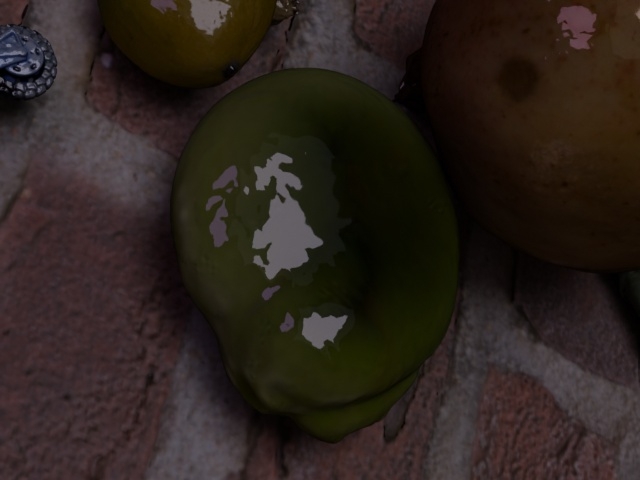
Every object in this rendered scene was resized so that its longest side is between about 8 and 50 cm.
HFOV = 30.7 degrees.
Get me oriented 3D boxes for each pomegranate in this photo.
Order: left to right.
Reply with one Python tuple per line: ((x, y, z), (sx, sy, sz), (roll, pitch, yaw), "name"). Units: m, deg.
((0.211, -0.137, 0.953), (0.338, 0.338, 0.338), (14, 60, -27), "pomegranate")

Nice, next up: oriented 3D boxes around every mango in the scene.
((-0.098, -0.224, 0.906), (0.137, 0.091, 0.237), (10, 63, -8), "mango")

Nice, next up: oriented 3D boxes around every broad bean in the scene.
((0.000, 0.000, 0.854), (0.238, 0.119, 0.291), (24, 56, -21), "broad bean")

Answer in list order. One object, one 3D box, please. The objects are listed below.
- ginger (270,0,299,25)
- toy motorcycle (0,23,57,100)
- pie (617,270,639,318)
((-0.018, -0.326, 1.027), (0.148, 0.081, 0.334), (30, 64, -23), "ginger")
((-0.277, -0.159, 0.786), (0.205, 0.076, 0.114), (46, 58, -5), "toy motorcycle")
((0.409, 0.060, 1.125), (0.306, 0.071, 0.306), (15, 60, -28), "pie")
